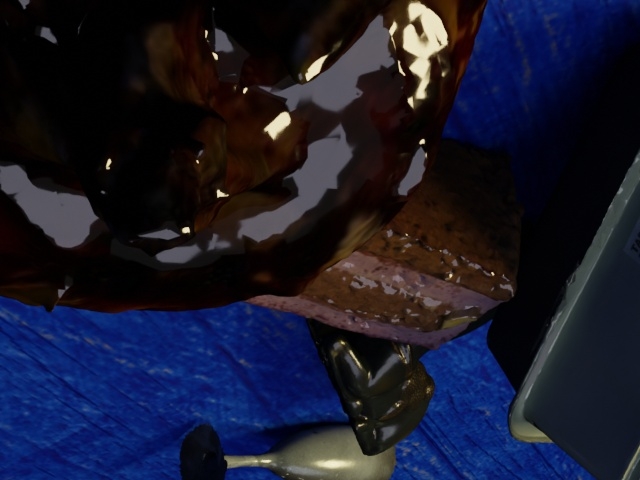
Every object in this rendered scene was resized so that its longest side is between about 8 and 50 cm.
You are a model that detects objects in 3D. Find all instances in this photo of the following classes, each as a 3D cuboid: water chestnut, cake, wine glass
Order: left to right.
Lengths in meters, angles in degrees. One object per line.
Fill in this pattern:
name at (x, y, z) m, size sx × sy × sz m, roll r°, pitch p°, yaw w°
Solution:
water chestnut at (-0.067, -0.086, 0.519) m, size 0.300 × 0.300 × 0.300 m, roll -17°, pitch 152°, yaw -10°
wine glass at (-0.021, 0.184, 1.241) m, size 0.198 × 0.066 × 0.066 m, roll 6°, pitch 141°, yaw -42°
cake at (0.000, 0.000, 0.903) m, size 0.295 × 0.113 × 0.116 m, roll 6°, pitch 140°, yaw -32°

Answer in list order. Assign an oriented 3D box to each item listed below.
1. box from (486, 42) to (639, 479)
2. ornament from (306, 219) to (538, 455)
box at (0.250, 0.020, 0.965) m, size 0.220 × 0.166 × 0.291 m, roll 3°, pitch 121°, yaw -38°
ornament at (0.121, 0.074, 1.132) m, size 0.236 × 0.080 × 0.202 m, roll -22°, pitch 148°, yaw -1°
